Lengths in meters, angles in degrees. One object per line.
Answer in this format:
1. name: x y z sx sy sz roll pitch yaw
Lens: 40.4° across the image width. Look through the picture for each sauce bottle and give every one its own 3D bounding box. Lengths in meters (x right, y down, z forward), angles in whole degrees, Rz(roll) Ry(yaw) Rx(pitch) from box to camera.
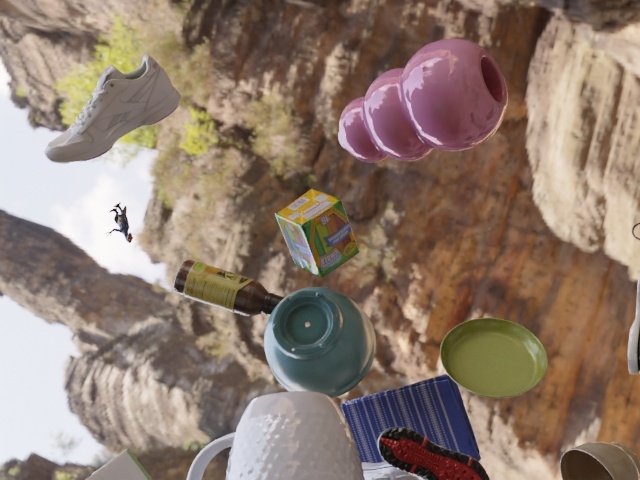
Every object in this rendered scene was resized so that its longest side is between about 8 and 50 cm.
1. sauce bottle: -0.242 0.151 2.484 0.111 0.344 0.111 17 -90 -84

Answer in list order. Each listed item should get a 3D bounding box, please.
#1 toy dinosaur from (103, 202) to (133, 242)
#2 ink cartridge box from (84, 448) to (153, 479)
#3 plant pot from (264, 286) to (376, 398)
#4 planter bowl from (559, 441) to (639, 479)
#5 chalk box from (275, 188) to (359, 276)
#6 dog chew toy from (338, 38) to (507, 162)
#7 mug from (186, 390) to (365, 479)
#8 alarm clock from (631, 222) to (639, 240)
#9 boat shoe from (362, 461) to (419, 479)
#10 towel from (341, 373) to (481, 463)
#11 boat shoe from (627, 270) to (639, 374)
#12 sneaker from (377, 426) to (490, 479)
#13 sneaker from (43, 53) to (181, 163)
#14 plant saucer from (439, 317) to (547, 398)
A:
1. toy dinosaur: -0.380 -0.033 1.699 0.082 0.047 0.090 58 -148 5
2. ink cartridge box: -0.538 0.669 2.221 0.235 0.171 0.056 -34 -14 -31
3. plant pot: -0.019 0.238 2.214 0.293 0.293 0.196 -66 -22 -18
4. planter bowl: 0.597 0.486 1.811 0.109 0.162 0.162 -21 -52 -27
5. chalk box: 0.000 0.000 2.225 0.132 0.132 0.213 -36 -57 -22
6. dog chew toy: 0.177 -0.242 1.633 0.207 0.332 0.206 29 -128 -45
7. mug: -0.095 0.481 1.703 0.276 0.374 0.328 44 -142 -60
8. alarm clock: 0.632 -0.058 1.542 0.192 0.129 0.064 -33 -34 -5
9. boat shoe: 0.149 0.533 1.918 0.083 0.226 0.075 46 -136 -37
10. towel: 0.236 0.499 2.292 0.040 0.336 0.243 -17 -93 -63
11. boat shoe: 0.722 0.145 1.859 0.109 0.091 0.305 46 -126 -52
12. sneaker: 0.236 0.455 1.785 0.104 0.262 0.125 -56 -1 -5
13. sneaker: -0.446 -0.272 1.794 0.305 0.114 0.152 -35 -57 -15
14. plant saucer: 0.393 0.274 1.986 0.241 0.241 0.037 -51 -32 -41
